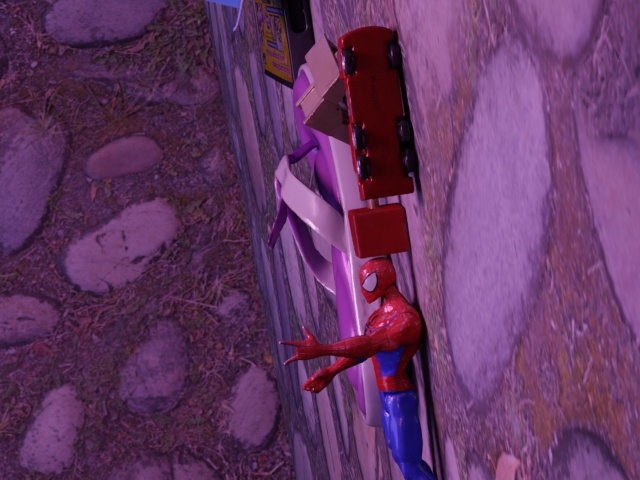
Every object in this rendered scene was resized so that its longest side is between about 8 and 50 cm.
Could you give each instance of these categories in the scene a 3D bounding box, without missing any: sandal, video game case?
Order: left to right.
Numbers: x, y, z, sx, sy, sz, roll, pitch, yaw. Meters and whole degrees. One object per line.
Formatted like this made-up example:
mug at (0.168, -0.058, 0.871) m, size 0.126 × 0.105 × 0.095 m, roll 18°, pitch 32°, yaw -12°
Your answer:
video game case at (-0.051, -0.308, 2.077) m, size 0.275 × 0.035 × 0.248 m, roll -134°, pitch 35°, yaw -77°
sandal at (0.000, -0.010, 1.747) m, size 0.169 × 0.102 × 0.416 m, roll 90°, pitch 169°, yaw -54°

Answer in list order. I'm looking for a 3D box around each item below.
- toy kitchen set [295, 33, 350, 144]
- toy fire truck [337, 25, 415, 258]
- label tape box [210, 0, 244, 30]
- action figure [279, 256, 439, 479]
toy kitchen set at (0.027, -0.144, 1.640) m, size 0.083 × 0.075 × 0.068 m, roll -50°, pitch 36°, yaw 24°
toy fire truck at (0.045, -0.081, 1.500) m, size 0.135 × 0.047 × 0.192 m, roll -166°, pitch 67°, yaw -84°
label tape box at (-0.133, -0.419, 2.001) m, size 0.347 × 0.115 × 0.249 m, roll -99°, pitch 15°, yaw -59°
action figure at (0.035, 0.155, 1.570) m, size 0.091 × 0.139 × 0.280 m, roll -133°, pitch 37°, yaw -76°
